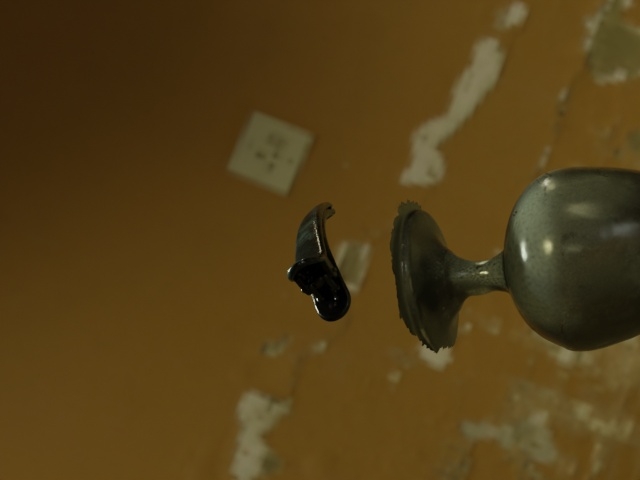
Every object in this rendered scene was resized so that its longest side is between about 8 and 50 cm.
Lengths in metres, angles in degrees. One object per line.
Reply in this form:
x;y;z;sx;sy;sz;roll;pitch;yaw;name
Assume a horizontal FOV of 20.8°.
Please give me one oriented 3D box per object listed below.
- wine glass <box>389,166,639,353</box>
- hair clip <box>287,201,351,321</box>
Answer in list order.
0.274;0.026;2.117;0.238;0.323;0.238;-13;-90;-70;wine glass
0.000;0.000;1.708;0.039;0.070;0.229;-35;19;16;hair clip
